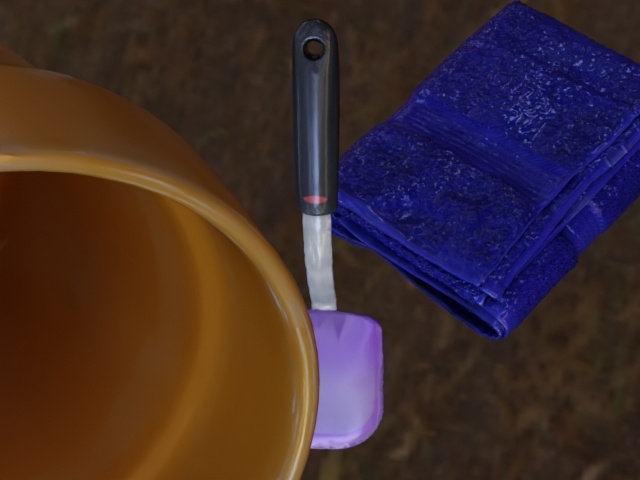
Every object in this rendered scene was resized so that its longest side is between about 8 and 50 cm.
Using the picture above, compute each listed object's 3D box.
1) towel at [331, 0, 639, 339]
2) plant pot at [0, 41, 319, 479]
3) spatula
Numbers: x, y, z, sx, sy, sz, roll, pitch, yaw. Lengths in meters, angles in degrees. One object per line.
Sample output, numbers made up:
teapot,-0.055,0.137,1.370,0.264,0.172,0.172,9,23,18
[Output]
towel,0.162,-0.077,1.704,0.228,0.308,0.076,34,151,23
plant pot,-0.130,0.016,0.592,0.205,0.205,0.188,-62,37,20
spatula,0.000,0.000,1.266,0.030,0.084,0.296,-71,-18,-65
